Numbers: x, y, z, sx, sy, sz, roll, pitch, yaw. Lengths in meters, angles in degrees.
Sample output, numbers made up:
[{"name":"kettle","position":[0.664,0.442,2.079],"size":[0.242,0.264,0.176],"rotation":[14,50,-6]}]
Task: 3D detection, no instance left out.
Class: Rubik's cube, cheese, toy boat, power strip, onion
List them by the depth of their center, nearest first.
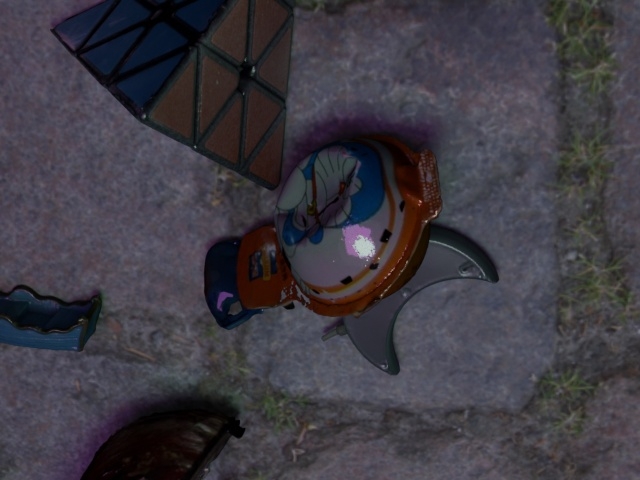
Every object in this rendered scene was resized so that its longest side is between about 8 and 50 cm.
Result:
[{"name":"Rubik's cube","position":[-0.133,-0.188,1.377],"size":[0.229,0.228,0.233],"rotation":[-6,161,-26]},{"name":"cheese","position":[0.000,0.000,1.427],"size":[0.329,0.217,0.129],"rotation":[-25,144,34]},{"name":"power strip","position":[0.089,0.065,1.499],"size":[0.137,0.044,0.216],"rotation":[43,113,-8]},{"name":"onion","position":[-0.239,0.321,1.562],"size":[0.146,0.280,0.314],"rotation":[39,115,9]},{"name":"toy boat","position":[-0.357,0.080,1.572],"size":[0.185,0.075,0.077],"rotation":[7,117,12]}]
